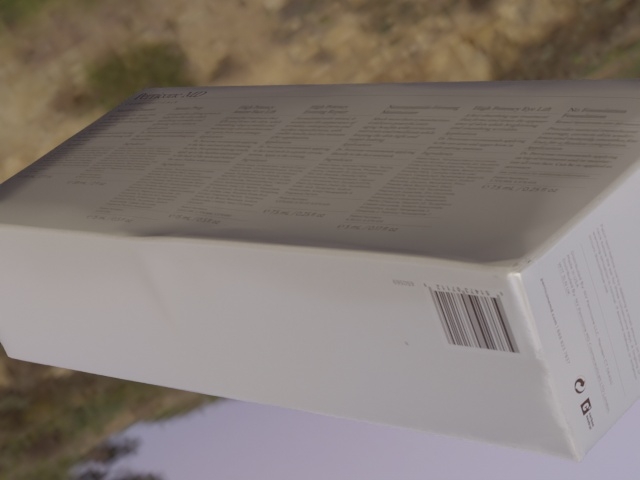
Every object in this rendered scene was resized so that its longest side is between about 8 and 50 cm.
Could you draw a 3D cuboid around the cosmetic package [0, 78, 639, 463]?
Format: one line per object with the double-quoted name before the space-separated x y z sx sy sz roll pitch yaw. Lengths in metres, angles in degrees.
"cosmetic package" 0.000 0.000 0.492 0.239 0.060 0.099 5 -144 46
